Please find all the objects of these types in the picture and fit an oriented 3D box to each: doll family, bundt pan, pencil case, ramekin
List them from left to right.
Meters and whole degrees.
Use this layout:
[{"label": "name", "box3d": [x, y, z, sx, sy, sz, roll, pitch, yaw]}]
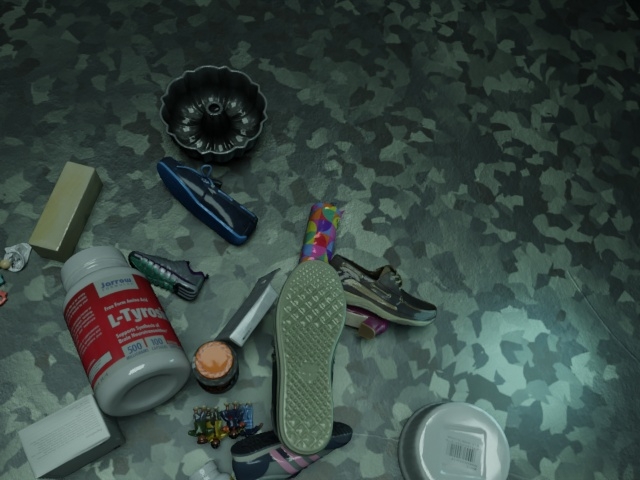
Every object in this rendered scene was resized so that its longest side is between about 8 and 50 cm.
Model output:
[{"label": "bundt pan", "box3d": [-0.330, -0.380, 1.828, 0.331, 0.124, 0.330, 2, 66, -5]}, {"label": "doll family", "box3d": [-0.243, 0.482, 1.502, 0.193, 0.076, 0.111, -6, 63, -12]}, {"label": "pencil case", "box3d": [0.000, 0.000, 1.721, 0.105, 0.104, 0.236, 15, 68, 0]}, {"label": "ramekin", "box3d": [0.351, 0.550, 1.507, 0.277, 0.135, 0.277, 3, 67, -6]}]

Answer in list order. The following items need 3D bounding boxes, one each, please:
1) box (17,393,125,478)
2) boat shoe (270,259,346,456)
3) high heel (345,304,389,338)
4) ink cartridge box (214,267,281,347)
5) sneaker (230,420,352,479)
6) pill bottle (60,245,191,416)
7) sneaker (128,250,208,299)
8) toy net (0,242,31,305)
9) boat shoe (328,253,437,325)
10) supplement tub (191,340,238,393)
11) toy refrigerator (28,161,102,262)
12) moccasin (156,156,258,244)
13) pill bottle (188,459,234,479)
[{"label": "box", "box3d": [-0.592, 0.476, 1.403, 0.182, 0.181, 0.119, -27, 72, -16]}, {"label": "boat shoe", "box3d": [-0.041, 0.285, 1.469, 0.187, 0.156, 0.499, 9, 63, -13]}, {"label": "high heel", "box3d": [0.081, 0.195, 1.677, 0.244, 0.082, 0.117, 25, 22, 23]}, {"label": "ink cartridge box", "box3d": [-0.184, 0.186, 1.553, 0.045, 0.223, 0.224, 39, 69, -9]}, {"label": "sneaker", "box3d": [-0.067, 0.553, 1.492, 0.319, 0.112, 0.131, -7, 97, -15]}, {"label": "pill bottle", "box3d": [-0.511, 0.216, 1.479, 0.229, 0.229, 0.407, -27, 60, -17]}, {"label": "sneaker", "box3d": [-0.434, 0.082, 1.659, 0.224, 0.083, 0.098, 31, 46, 2]}, {"label": "toy net", "box3d": [-0.887, 0.097, 1.604, 0.122, 0.045, 0.232, 37, 68, 9]}, {"label": "boat shoe", "box3d": [0.174, 0.137, 1.625, 0.356, 0.132, 0.130, 19, 102, -11]}, {"label": "supplement tub", "box3d": [-0.269, 0.325, 1.499, 0.117, 0.190, 0.116, 2, 67, -5]}, {"label": "toy refrigerator", "box3d": [-0.729, -0.082, 1.667, 0.094, 0.102, 0.269, 15, 67, 0]}, {"label": "moccasin", "box3d": [-0.334, -0.130, 1.735, 0.342, 0.138, 0.117, 44, 64, -3]}, {"label": "pill bottle", "box3d": [-0.241, 0.637, 1.419, 0.103, 0.103, 0.184, -34, 74, -18]}]
